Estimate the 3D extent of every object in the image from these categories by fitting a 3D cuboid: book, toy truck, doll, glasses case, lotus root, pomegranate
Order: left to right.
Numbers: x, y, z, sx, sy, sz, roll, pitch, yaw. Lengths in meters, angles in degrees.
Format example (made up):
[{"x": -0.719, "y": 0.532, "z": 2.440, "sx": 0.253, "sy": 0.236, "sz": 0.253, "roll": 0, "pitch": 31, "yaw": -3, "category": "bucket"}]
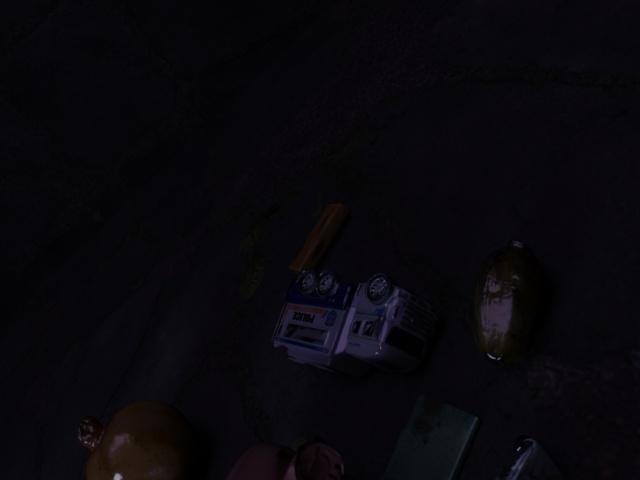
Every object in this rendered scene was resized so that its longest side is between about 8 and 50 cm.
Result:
[{"x": -0.334, "y": 0.406, "z": 0.982, "sx": 0.207, "sy": 0.207, "sz": 0.207, "roll": -32, "pitch": 37, "yaw": 28, "category": "pomegranate"}, {"x": -0.045, "y": 0.385, "z": 0.690, "sx": 0.268, "sy": 0.216, "sz": 0.284, "roll": -55, "pitch": 5, "yaw": 43, "category": "doll"}, {"x": 0.000, "y": 0.000, "z": 1.116, "sx": 0.169, "sy": 0.041, "sz": 0.065, "roll": -59, "pitch": 22, "yaw": -12, "category": "glasses case"}, {"x": 0.050, "y": 0.140, "z": 0.843, "sx": 0.268, "sy": 0.124, "sz": 0.155, "roll": -1, "pitch": 64, "yaw": 53, "category": "toy truck"}, {"x": 0.141, "y": 0.278, "z": 0.687, "sx": 0.103, "sy": 0.017, "sz": 0.135, "roll": 8, "pitch": 64, "yaw": 53, "category": "book"}, {"x": 0.247, "y": 0.081, "z": 0.694, "sx": 0.089, "sy": 0.080, "sz": 0.179, "roll": 1, "pitch": 62, "yaw": 36, "category": "lotus root"}]

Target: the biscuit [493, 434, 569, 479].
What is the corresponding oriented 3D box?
[{"x": 0.263, "y": 0.313, "z": 0.447, "sx": 0.309, "sy": 0.079, "sz": 0.186, "roll": 13, "pitch": 66, "yaw": 55, "category": "biscuit"}]
